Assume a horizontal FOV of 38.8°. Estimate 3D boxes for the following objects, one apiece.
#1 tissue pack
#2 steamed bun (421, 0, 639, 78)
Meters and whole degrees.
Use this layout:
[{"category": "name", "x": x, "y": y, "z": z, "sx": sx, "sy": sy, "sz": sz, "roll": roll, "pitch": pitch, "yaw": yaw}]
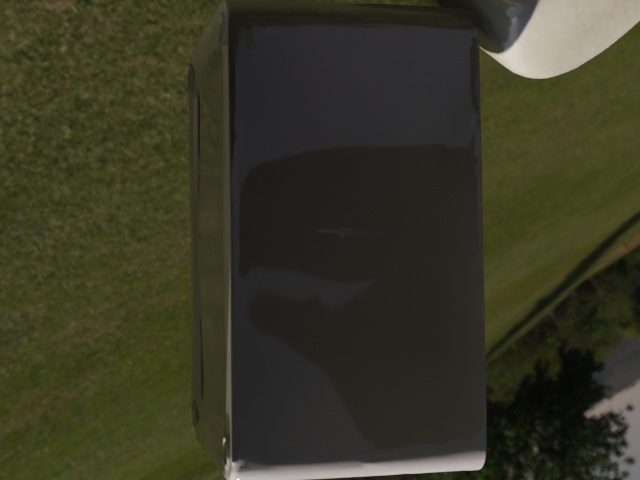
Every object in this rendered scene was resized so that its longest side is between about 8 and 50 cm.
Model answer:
[{"category": "tissue pack", "x": -0.001, "y": 0.000, "z": 0.524, "sx": 0.136, "sy": 0.246, "sz": 0.159, "roll": 0, "pitch": 179, "yaw": -16}, {"category": "steamed bun", "x": 0.157, "y": -0.216, "z": 0.527, "sx": 0.242, "sy": 0.146, "sz": 0.164, "roll": -49, "pitch": 157, "yaw": 9}]
